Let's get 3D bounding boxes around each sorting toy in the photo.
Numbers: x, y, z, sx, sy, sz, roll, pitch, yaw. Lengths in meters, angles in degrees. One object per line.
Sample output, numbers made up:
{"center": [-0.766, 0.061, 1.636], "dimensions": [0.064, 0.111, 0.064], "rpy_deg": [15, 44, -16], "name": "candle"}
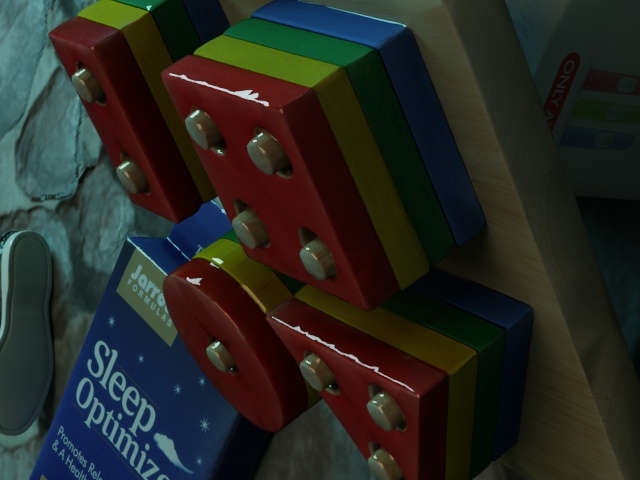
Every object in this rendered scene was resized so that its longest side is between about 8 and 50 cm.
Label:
{"center": [0.000, 0.000, 0.764], "dimensions": [0.257, 0.089, 0.255], "rpy_deg": [23, 143, 53], "name": "sorting toy"}

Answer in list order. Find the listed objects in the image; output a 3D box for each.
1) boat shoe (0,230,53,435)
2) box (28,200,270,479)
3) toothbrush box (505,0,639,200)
{"center": [-0.192, 0.056, 1.110], "dimensions": [0.038, 0.046, 0.125], "rpy_deg": [-6, 82, 45], "name": "boat shoe"}
{"center": [-0.087, 0.096, 1.011], "dimensions": [0.136, 0.036, 0.225], "rpy_deg": [41, 115, 38], "name": "box"}
{"center": [0.054, -0.170, 0.817], "dimensions": [0.283, 0.122, 0.206], "rpy_deg": [36, 114, 38], "name": "toothbrush box"}
